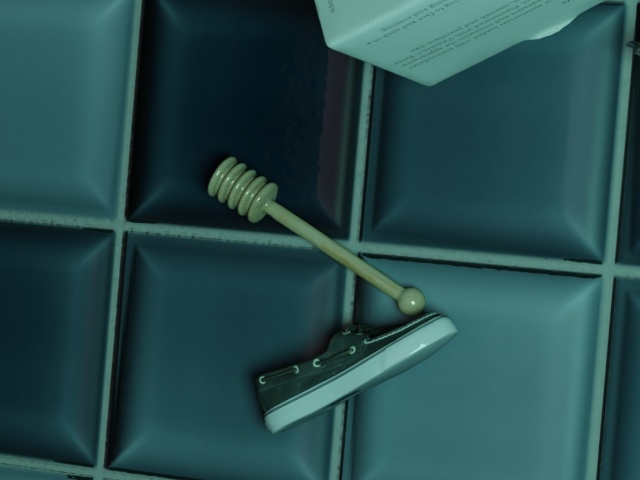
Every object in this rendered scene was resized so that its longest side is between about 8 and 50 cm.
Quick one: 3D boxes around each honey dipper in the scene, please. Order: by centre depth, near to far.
[{"bbox_3d":[0.000,0.000,1.264,0.160,0.030,0.030,33,101,14],"label":"honey dipper"}]

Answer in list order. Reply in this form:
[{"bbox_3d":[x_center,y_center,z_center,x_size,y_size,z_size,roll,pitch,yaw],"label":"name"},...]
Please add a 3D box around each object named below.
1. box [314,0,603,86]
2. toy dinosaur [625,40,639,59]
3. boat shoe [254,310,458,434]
[{"bbox_3d":[0.085,-0.213,1.153,0.181,0.119,0.182,-25,69,29],"label":"box"},{"bbox_3d":[0.255,-0.133,1.150,0.268,0.064,0.118,32,94,15],"label":"toy dinosaur"},{"bbox_3d":[0.018,0.075,1.243,0.142,0.049,0.040,-29,79,20],"label":"boat shoe"}]
